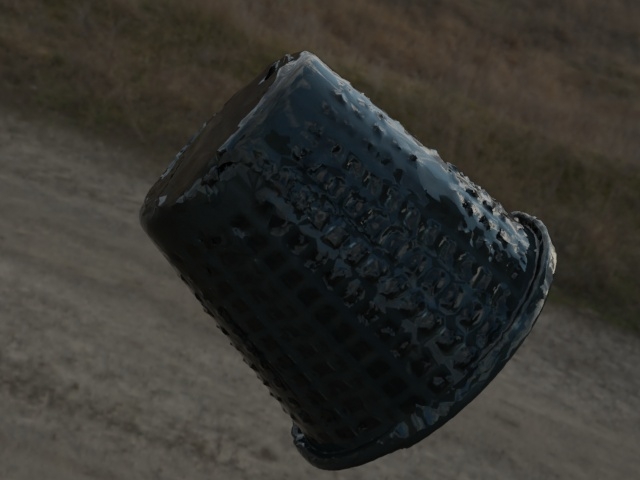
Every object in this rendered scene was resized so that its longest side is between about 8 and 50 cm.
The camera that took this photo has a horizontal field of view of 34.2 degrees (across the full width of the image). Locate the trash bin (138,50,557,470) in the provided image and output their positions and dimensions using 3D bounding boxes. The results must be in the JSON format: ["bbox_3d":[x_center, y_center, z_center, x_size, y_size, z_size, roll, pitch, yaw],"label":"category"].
[{"bbox_3d":[0.000,0.000,0.526,0.161,0.175,0.175,44,19,-14],"label":"trash bin"}]
